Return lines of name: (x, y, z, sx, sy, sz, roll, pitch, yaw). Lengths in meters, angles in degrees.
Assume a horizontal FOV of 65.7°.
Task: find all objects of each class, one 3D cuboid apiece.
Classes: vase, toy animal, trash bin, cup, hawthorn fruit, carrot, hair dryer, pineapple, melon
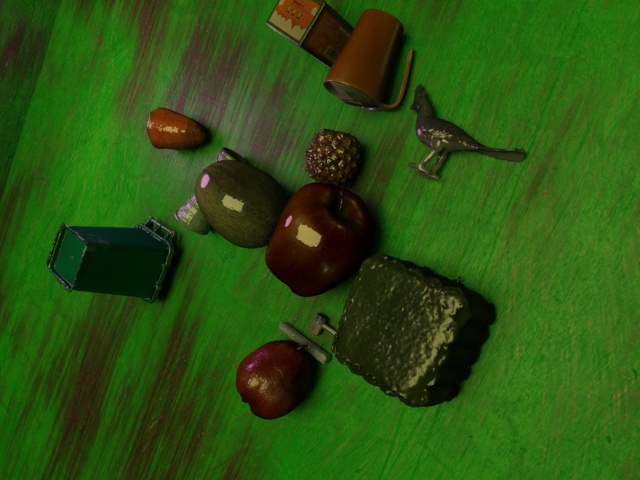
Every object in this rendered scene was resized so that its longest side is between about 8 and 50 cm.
vase: (-0.378, -0.178, 1.742, 0.143, 0.143, 0.298, 44, 106, 29)
toy animal: (0.323, -0.253, 1.308, 0.205, 0.081, 0.367, -49, 61, 7)
trash bin: (-0.741, 0.057, 1.807, 0.259, 0.381, 0.294, 28, 100, 32)
cup: (0.151, -0.501, 1.422, 0.227, 0.182, 0.263, 23, 91, 0)
hawthorn fruit: (-0.123, 0.399, 1.473, 0.261, 0.224, 0.224, -46, 61, -2)
carrot: (-0.524, -0.415, 1.865, 0.225, 0.159, 0.158, 10, 91, 24)
hair dryer: (0.024, 0.272, 1.486, 0.114, 0.037, 0.063, 31, 104, 25)
pineapple: (0.031, -0.229, 1.462, 0.166, 0.166, 0.192, 19, 97, 34)
melon: (-0.247, -0.120, 1.571, 0.329, 0.249, 0.248, 39, 107, 13)

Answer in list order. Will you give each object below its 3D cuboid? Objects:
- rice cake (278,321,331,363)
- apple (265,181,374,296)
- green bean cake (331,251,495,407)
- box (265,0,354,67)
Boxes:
rice cake: (-0.051, 0.313, 1.529, 0.208, 0.033, 0.033, 31, 103, 32)
apple: (0.000, 0.000, 1.390, 0.316, 0.288, 0.288, -51, 60, 33)
green bean cake: (0.229, 0.217, 1.260, 0.319, 0.218, 0.334, 28, 94, 40)
box: (-0.023, -0.655, 1.518, 0.177, 0.195, 0.148, 45, 110, 29)
